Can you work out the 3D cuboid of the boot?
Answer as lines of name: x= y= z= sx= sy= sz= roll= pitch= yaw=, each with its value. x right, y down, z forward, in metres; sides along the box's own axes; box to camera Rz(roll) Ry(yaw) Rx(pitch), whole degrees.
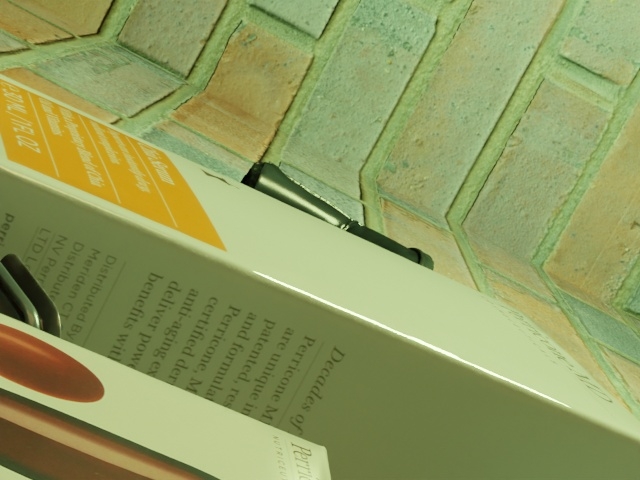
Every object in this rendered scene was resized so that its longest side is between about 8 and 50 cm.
boot: x=0.000 y=0.000 z=1.455 sx=0.207 sy=0.094 sz=0.246 roll=30 pitch=3 yaw=-13

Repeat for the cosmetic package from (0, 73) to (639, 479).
cosmetic package: x=-0.042 y=0.072 z=0.811 sx=0.453 sy=0.161 sz=0.230 roll=24 pitch=11 yaw=-25

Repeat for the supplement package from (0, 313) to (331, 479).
supplement package: x=-0.109 y=0.123 z=0.347 sx=0.203 sy=0.149 sz=0.194 roll=25 pitch=19 yaw=-17

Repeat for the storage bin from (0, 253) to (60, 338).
storage bin: x=-0.181 y=0.069 z=0.562 sx=0.091 sy=0.135 sz=0.098 roll=9 pitch=20 yaw=-36
